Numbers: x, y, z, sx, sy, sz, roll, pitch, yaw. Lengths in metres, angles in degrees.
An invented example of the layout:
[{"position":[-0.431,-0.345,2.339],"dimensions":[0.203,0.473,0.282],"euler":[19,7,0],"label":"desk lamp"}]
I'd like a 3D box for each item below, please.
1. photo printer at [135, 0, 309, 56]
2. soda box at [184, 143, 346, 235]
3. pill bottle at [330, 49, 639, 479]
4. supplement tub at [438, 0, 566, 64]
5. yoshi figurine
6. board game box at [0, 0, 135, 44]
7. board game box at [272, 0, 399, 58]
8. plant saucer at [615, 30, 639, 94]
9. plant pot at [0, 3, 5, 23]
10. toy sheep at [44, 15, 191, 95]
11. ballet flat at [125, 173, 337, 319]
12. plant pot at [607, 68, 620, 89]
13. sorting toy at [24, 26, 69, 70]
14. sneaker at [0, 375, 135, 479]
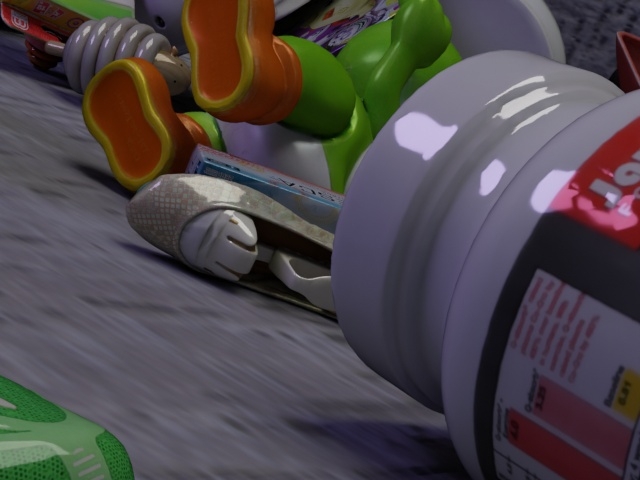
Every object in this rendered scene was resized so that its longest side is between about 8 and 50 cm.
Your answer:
[{"position":[-0.088,-0.268,1.573],"dimensions":[0.307,0.107,0.256],"euler":[-10,24,50],"label":"photo printer"},{"position":[0.000,0.000,1.014],"dimensions":[0.183,0.058,0.063],"euler":[19,11,-12],"label":"soda box"},{"position":[0.180,0.058,0.653],"dimensions":[0.210,0.210,0.363],"euler":[11,14,-45],"label":"pill bottle"},{"position":[0.137,-0.185,1.747],"dimensions":[0.241,0.241,0.331],"euler":[21,10,0],"label":"supplement tub"},{"position":[0.002,-0.103,1.201],"dimensions":[0.203,0.203,0.362],"euler":[21,5,39],"label":"yoshi figurine"},{"position":[-0.226,-0.275,1.463],"dimensions":[0.124,0.039,0.259],"euler":[22,50,-36],"label":"board game box"},{"position":[0.002,-0.192,1.496],"dimensions":[0.056,0.208,0.347],"euler":[51,12,-18],"label":"board game box"},{"position":[0.381,-0.054,1.425],"dimensions":[0.259,0.048,0.258],"euler":[18,37,-24],"label":"plant saucer"},{"position":[-0.356,-0.347,1.632],"dimensions":[0.212,0.236,0.236],"euler":[33,14,26],"label":"plant pot"},{"position":[-0.171,-0.147,1.371],"dimensions":[0.132,0.091,0.091],"euler":[9,7,13],"label":"toy sheep"},{"position":[-0.030,0.006,0.938],"dimensions":[0.168,0.057,0.052],"euler":[18,20,-17],"label":"ballet flat"},{"position":[0.341,-0.027,1.560],"dimensions":[0.187,0.188,0.167],"euler":[15,26,-35],"label":"plant pot"},{"position":[-0.222,-0.158,1.460],"dimensions":[0.102,0.042,0.061],"euler":[36,29,12],"label":"sorting toy"},{"position":[-0.173,0.005,0.448],"dimensions":[0.295,0.123,0.109],"euler":[26,11,22],"label":"sneaker"}]
